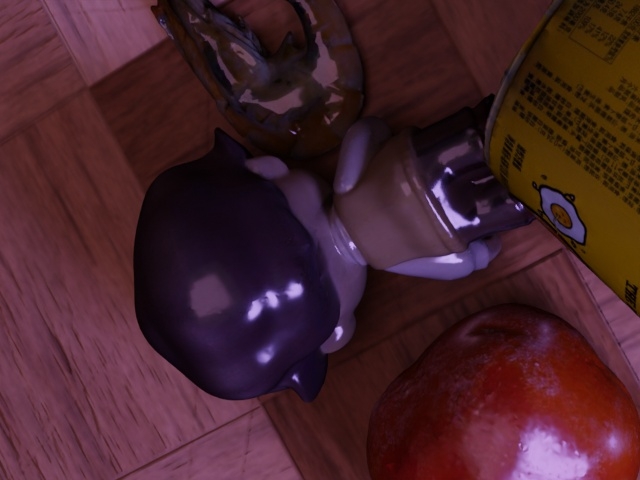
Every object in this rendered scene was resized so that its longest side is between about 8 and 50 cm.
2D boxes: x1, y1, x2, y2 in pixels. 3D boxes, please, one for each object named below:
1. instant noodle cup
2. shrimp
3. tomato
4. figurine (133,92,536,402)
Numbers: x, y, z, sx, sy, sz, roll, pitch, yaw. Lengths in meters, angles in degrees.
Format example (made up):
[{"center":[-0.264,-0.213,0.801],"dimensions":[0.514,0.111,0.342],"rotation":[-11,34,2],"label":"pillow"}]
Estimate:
[{"center":[0.292,-0.077,1.441],"dimensions":[0.254,0.325,0.325],"rotation":[38,113,20],"label":"instant noodle cup"},{"center":[-0.059,-0.186,1.692],"dimensions":[0.145,0.059,0.254],"rotation":[-35,87,23],"label":"shrimp"},{"center":[0.151,0.176,1.610],"dimensions":[0.232,0.188,0.232],"rotation":[6,106,23],"label":"tomato"},{"center":[0.003,-0.013,1.657],"dimensions":[0.365,0.206,0.218],"rotation":[-29,120,5],"label":"figurine"}]
